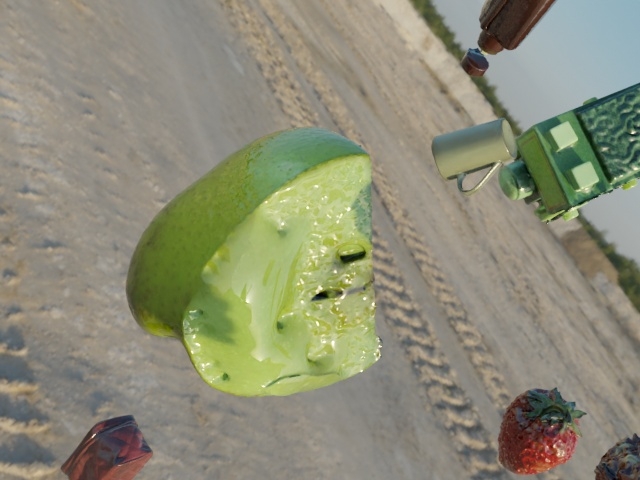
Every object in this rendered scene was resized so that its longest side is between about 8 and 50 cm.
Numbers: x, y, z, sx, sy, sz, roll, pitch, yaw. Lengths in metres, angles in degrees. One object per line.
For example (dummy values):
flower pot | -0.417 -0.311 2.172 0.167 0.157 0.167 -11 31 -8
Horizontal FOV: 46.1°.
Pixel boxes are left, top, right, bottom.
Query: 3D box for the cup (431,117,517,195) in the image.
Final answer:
cup | 0.173 -0.096 0.848 0.054 0.083 0.075 50 38 -37

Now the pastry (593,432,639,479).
pastry | 0.381 0.231 0.749 0.097 0.208 0.115 112 -37 -82

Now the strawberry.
strawberry | 0.348 0.315 1.204 0.131 0.148 0.131 8 24 -3

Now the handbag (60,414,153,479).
handbag | -0.510 0.524 1.792 0.146 0.225 0.135 -6 51 -53

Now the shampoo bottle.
shampoo bottle | 0.224 -0.271 0.825 0.067 0.236 0.068 39 52 4

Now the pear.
pear | -0.094 0.038 0.972 0.238 0.317 0.343 38 -40 48

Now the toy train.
toy train | 0.400 -0.131 1.103 0.188 0.271 0.159 130 -62 -80
